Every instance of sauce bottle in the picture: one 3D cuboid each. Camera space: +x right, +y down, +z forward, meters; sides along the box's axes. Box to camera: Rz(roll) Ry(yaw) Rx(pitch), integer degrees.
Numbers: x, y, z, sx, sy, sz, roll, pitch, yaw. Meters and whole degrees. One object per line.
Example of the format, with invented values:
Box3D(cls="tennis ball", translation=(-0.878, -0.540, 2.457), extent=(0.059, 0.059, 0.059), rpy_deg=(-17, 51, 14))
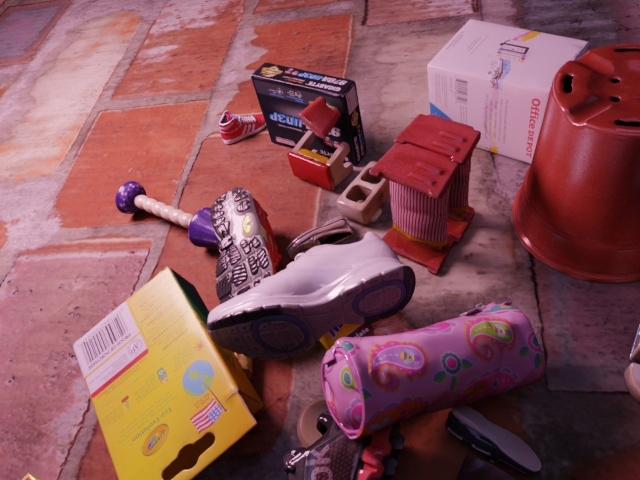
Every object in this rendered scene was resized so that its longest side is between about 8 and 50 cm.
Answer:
Box3D(cls="sauce bottle", translation=(-0.127, 0.165, 0.872), extent=(0.042, 0.042, 0.128), rpy_deg=(-12, 48, 4))

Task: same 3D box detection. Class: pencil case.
Box3D(cls="pencil case", translation=(0.145, 0.157, 0.701), extent=(0.284, 0.124, 0.124), rpy_deg=(-10, 45, -23))

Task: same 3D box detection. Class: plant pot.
Box3D(cls="plant pot", translation=(0.436, -0.122, 0.819), extent=(0.273, 0.265, 0.272), rpy_deg=(-7, 50, 9))

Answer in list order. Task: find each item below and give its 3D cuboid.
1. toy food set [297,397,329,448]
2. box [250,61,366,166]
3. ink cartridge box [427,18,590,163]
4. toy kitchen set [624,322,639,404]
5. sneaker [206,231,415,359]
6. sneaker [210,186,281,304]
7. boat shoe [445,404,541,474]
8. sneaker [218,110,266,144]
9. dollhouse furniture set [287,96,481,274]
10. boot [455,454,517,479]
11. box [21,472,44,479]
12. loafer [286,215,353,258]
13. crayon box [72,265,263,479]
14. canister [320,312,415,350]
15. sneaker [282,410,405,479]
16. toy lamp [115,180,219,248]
Box3D(cls="toy food set", translation=(0.008, 0.260, 0.770), extent=(0.083, 0.020, 0.083), rpy_deg=(-20, 49, -3))
Box3D(cls="box", translation=(-0.021, -0.253, 1.105), extent=(0.220, 0.175, 0.051), rpy_deg=(21, 58, 28))
Box3D(cls="ink cartridge box", translation=(0.347, -0.281, 1.037), extent=(0.233, 0.171, 0.168), rpy_deg=(26, 61, 30))
Box3D(cls="toy kitchen set", translation=(0.502, 0.138, 0.710), extent=(0.166, 0.122, 0.207), rpy_deg=(19, 78, 27))
Box3D(cls="sneaker", translation=(-0.018, 0.077, 0.795), extent=(0.297, 0.111, 0.129), rpy_deg=(-16, 40, -6))
Box3D(cls="sneaker", translation=(-0.105, 0.033, 0.927), extent=(0.107, 0.118, 0.279), rpy_deg=(-26, 53, 20))
Box3D(cls="boat shoe", translation=(0.218, 0.260, 0.706), extent=(0.125, 0.038, 0.046), rpy_deg=(30, 21, 26))
Box3D(cls="sneaker", translation=(-0.171, -0.267, 1.226), extent=(0.118, 0.067, 0.042), rpy_deg=(-32, 51, -13))
Box3D(cls="dollhouse furniture set", translation=(0.074, -0.118, 0.951), extent=(0.374, 0.201, 0.152), rpy_deg=(24, 60, 29))
Box3D(cls="boot", translation=(0.209, 0.372, 0.579), extent=(0.248, 0.090, 0.207), rpy_deg=(27, 63, 35))
Box3D(cls="box", translation=(-0.332, 0.407, 0.709), extent=(0.232, 0.058, 0.087), rpy_deg=(26, 62, 31))
Box3D(cls="loafer", translation=(0.000, 0.000, 0.977), extent=(0.125, 0.045, 0.039), rpy_deg=(-30, 57, -15))
Box3D(cls="crayon box", translation=(-0.222, 0.213, 0.802), extent=(0.202, 0.081, 0.318), rpy_deg=(-39, 51, -1))
Box3D(cls="canister", translation=(0.061, 0.134, 0.829), extent=(0.126, 0.073, 0.170), rpy_deg=(-34, 52, -13))
Box3D(cls="sneaker", translation=(0.000, 0.325, 0.657), extent=(0.135, 0.097, 0.276), rpy_deg=(18, 55, 12))
Box3D(cls="toy lamp", translation=(-0.280, -0.047, 1.064), extent=(0.275, 0.080, 0.080), rpy_deg=(18, 57, 28))
